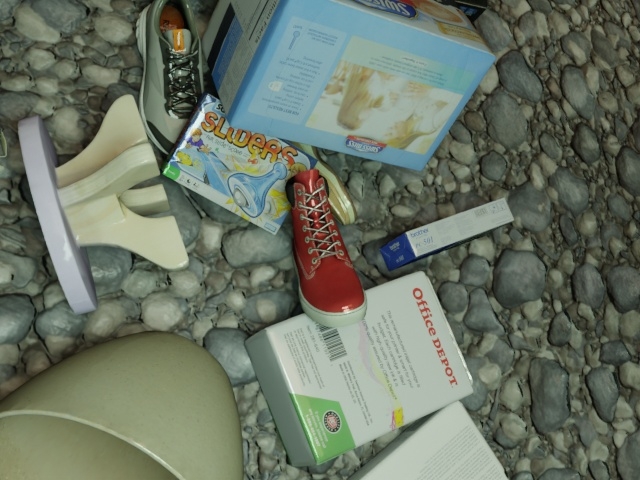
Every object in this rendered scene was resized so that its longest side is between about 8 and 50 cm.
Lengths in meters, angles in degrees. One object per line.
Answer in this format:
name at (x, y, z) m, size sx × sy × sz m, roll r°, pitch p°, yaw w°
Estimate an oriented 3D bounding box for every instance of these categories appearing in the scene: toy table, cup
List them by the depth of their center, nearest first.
cup at (-0.226, 0.249, 1.021) m, size 0.331 × 0.331 × 0.237 m, roll 38°, pitch 37°, yaw -8°
toy table at (-0.289, -0.055, 1.121) m, size 0.161 × 0.252 × 0.274 m, roll -18°, pitch 92°, yaw -9°

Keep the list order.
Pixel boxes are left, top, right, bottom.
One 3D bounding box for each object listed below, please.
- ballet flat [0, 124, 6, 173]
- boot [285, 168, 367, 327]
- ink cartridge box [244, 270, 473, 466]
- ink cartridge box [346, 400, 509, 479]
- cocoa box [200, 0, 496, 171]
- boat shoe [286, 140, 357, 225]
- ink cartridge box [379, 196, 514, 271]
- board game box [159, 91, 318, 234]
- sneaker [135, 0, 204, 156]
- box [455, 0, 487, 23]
ballet flat at (-0.461, -0.114, 1.163) m, size 0.041 × 0.041 × 0.114 m, roll 7°, pitch 72°, yaw -20°
boot at (0.000, 0.000, 1.178) m, size 0.088 × 0.244 × 0.176 m, roll -11°, pitch 119°, yaw -11°
ink cartridge box at (0.058, 0.188, 1.239) m, size 0.278 × 0.117 × 0.201 m, roll -18°, pitch 81°, yaw -25°
ink cartridge box at (0.164, 0.429, 1.238) m, size 0.296 × 0.066 × 0.261 m, roll -33°, pitch 88°, yaw -27°
cocoa box at (0.035, -0.283, 1.245) m, size 0.347 × 0.231 × 0.228 m, roll 10°, pitch 38°, yaw -29°
boat shoe at (-0.017, -0.094, 1.332) m, size 0.072 × 0.068 × 0.190 m, roll -33°, pitch 78°, yaw -15°
ink cartridge box at (0.209, -0.011, 1.375) m, size 0.207 × 0.097 × 0.046 m, roll -19°, pitch 82°, yaw -27°
board game box at (-0.121, -0.113, 1.251) m, size 0.201 × 0.035 × 0.136 m, roll 28°, pitch 93°, yaw -24°
sneaker at (-0.224, -0.253, 1.264) m, size 0.100 × 0.108 × 0.271 m, roll -6°, pitch 80°, yaw -26°
box at (0.147, -0.548, 1.527) m, size 0.322 × 0.079 × 0.257 m, roll 6°, pitch 70°, yaw -21°
